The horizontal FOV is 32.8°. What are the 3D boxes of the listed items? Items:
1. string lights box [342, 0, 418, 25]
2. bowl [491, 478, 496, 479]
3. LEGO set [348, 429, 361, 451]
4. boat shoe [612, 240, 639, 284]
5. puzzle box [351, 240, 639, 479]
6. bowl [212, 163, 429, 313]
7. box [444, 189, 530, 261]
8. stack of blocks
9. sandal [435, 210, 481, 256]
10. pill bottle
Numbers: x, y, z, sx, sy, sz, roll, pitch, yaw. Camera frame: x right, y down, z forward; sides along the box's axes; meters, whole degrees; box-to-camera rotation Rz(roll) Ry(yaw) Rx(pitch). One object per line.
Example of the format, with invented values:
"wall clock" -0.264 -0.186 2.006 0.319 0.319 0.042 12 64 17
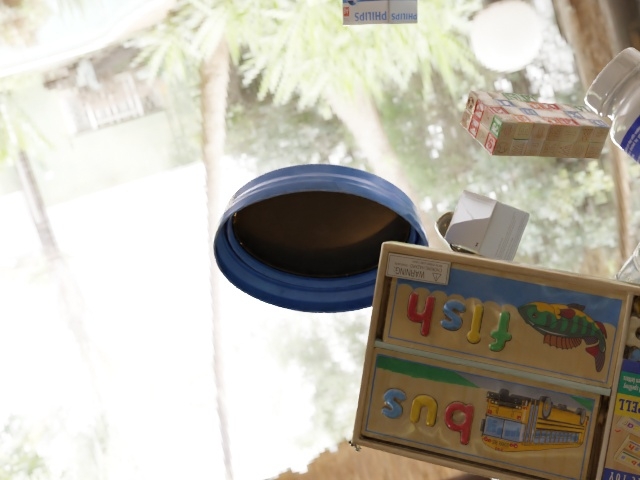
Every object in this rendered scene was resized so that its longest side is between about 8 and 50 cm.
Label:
"string lights box" 0.106 -0.521 1.963 0.077 0.259 0.133 -9 -167 -38
"bowl" 0.336 0.300 1.839 0.163 0.311 0.311 -22 -171 -10
"LEGO set" 0.069 0.268 1.584 0.023 0.083 0.054 16 -151 -27
"boat shoe" 0.545 0.086 1.459 0.320 0.103 0.118 19 -138 -15
"puzzle box" 0.253 0.167 1.347 0.409 0.272 0.052 10 -174 18
"bowl" 0.000 0.000 1.982 0.391 0.391 0.077 -14 -129 20
"box" 0.294 -0.024 1.921 0.087 0.102 0.101 16 -174 -34
"stack of blocks" 0.504 -0.271 2.558 0.297 0.087 0.171 0 -149 -22
"sandal" 0.299 0.004 2.208 0.072 0.180 0.049 -46 -140 6
"pill bottle" 0.542 -0.169 1.654 0.152 0.272 0.152 -40 161 -17
